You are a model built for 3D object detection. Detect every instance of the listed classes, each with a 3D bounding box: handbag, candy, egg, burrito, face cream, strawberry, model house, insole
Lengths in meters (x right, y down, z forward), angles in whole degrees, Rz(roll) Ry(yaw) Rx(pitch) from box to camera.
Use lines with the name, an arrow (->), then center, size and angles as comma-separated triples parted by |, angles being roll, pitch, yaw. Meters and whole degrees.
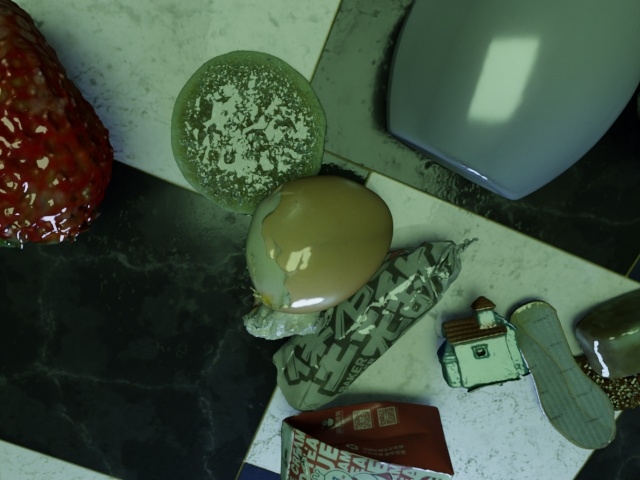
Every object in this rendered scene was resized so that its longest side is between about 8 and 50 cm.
handbag -> 0.071, 0.389, 0.782 | 0.298, 0.151, 0.171 | 9, 118, 0
candy -> 0.574, 0.152, 0.739 | 0.233, 0.102, 0.104 | -20, 104, 9
egg -> 0.000, 0.000, 0.654 | 0.244, 0.201, 0.201 | -20, 106, -19
burrito -> 0.083, 0.130, 0.742 | 0.139, 0.101, 0.445 | 44, 104, 1
face cream -> 0.268, -0.257, 0.568 | 0.312, 0.219, 0.357 | 28, 103, -6
strawberry -> -0.430, -0.160, 0.593 | 0.312, 0.267, 0.351 | -8, 89, 33
model house -> 0.275, 0.167, 0.751 | 0.148, 0.119, 0.149 | -12, 93, 8
insole -> 0.451, 0.259, 0.793 | 0.119, 0.009, 0.348 | -28, 101, 11

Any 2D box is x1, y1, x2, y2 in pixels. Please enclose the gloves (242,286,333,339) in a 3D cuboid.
gloves -> -0.051, 0.116, 0.737 | 0.153, 0.114, 0.070 | -11, 128, 19

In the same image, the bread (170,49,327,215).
bread -> -0.117, -0.166, 0.693 | 0.266, 0.040, 0.267 | 0, 106, 0

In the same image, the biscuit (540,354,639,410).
biscuit -> 0.539, 0.272, 0.812 | 0.236, 0.026, 0.131 | -14, 103, 4

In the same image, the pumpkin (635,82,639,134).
pumpkin -> 0.548, -0.230, 0.555 | 0.315, 0.238, 0.315 | -14, 115, -34
